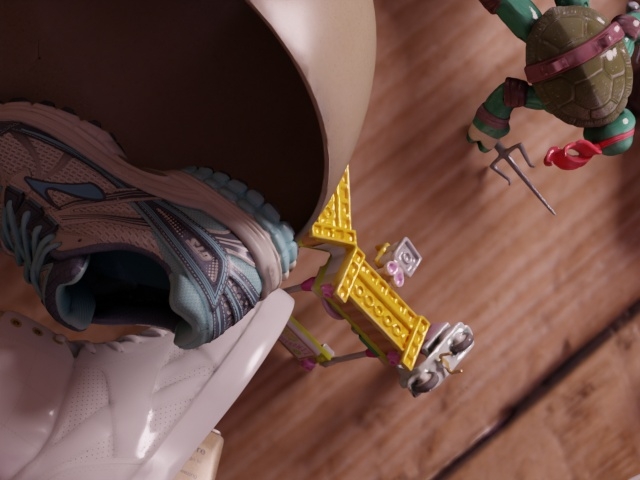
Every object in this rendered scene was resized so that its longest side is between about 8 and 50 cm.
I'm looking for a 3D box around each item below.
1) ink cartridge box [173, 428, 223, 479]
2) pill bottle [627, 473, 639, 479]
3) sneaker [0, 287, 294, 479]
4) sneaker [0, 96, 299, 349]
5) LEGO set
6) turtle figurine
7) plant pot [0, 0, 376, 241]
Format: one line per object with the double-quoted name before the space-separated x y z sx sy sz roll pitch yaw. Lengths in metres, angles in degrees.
"ink cartridge box" -0.202 0.187 1.269 0.234 0.193 0.088 24 135 -12
"pill bottle" 0.327 0.284 1.426 0.152 0.272 0.152 -3 99 -18
"sneaker" -0.146 0.083 1.250 0.169 0.108 0.292 40 46 0
"sneaker" -0.163 -0.008 1.216 0.122 0.283 0.110 -52 146 -39
"LEGO set" 0.000 0.000 1.386 0.132 0.107 0.287 -39 107 -45
"turtle figurine" 0.190 -0.146 1.402 0.175 0.118 0.234 -27 100 -12
"plant pot" -0.073 -0.152 1.253 0.284 0.284 0.191 53 49 -18
